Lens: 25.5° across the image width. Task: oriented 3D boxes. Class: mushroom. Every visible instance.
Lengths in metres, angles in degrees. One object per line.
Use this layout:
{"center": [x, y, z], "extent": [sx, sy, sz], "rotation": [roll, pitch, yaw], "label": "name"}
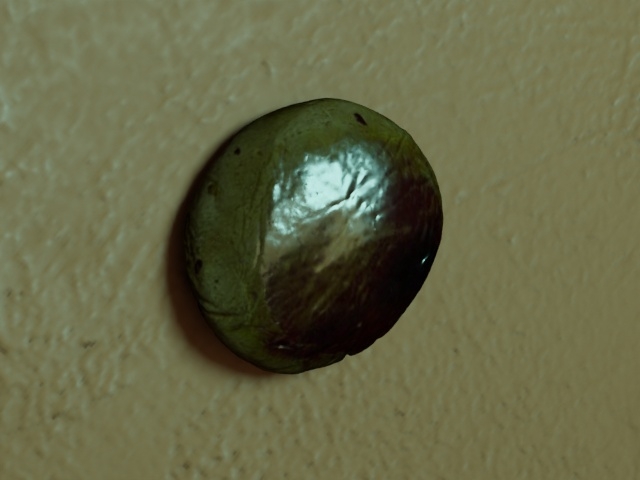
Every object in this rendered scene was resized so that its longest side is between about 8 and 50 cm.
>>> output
{"center": [0.000, 0.000, 0.611], "extent": [0.123, 0.052, 0.123], "rotation": [-4, 99, -25], "label": "mushroom"}
